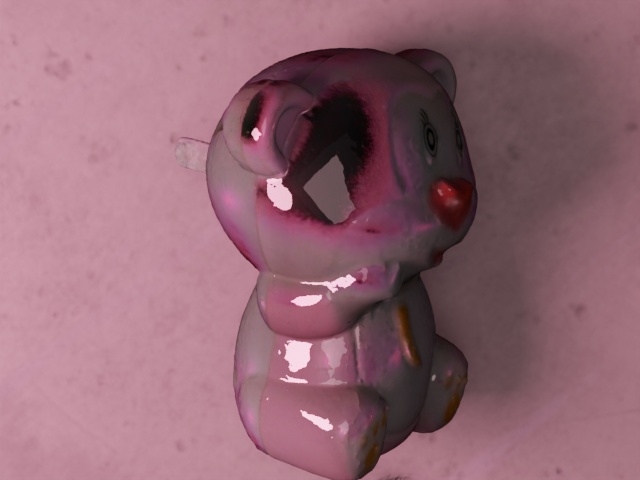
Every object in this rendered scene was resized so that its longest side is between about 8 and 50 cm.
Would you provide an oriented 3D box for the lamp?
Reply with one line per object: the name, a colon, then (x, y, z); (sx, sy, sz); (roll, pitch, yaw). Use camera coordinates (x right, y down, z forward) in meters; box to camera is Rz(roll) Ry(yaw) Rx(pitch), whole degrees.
lamp: (0.000, 0.000, 1.141); (0.247, 0.247, 0.301); (17, 114, 37)
